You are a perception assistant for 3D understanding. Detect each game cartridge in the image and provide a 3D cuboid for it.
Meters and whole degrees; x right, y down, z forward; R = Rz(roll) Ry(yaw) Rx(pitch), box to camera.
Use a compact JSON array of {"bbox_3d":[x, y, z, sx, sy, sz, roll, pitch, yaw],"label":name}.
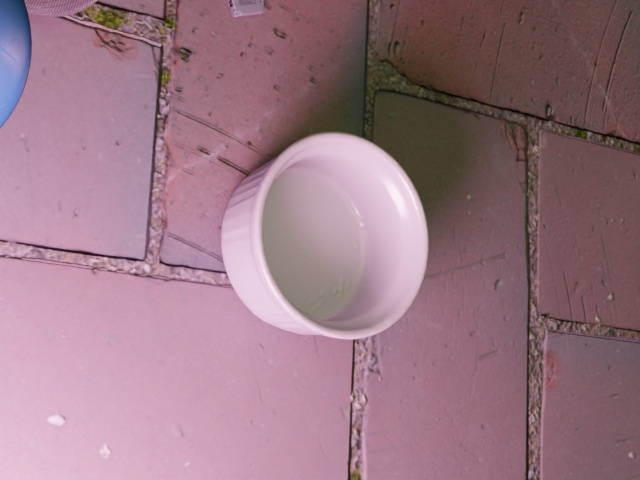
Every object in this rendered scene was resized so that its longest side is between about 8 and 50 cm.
[{"bbox_3d":[-0.110,-0.358,1.643,0.056,0.017,0.083,-14,90,-30],"label":"game cartridge"}]

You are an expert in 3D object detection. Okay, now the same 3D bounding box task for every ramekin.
[{"bbox_3d":[0.000,0.000,1.584,0.277,0.135,0.277,5,80,-32],"label":"ramekin"}]

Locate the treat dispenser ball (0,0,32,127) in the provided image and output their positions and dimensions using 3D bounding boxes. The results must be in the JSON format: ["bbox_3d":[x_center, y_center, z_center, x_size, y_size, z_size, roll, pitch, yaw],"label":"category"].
[{"bbox_3d":[-0.454,-0.214,1.235,0.288,0.288,0.288,6,79,-32],"label":"treat dispenser ball"}]

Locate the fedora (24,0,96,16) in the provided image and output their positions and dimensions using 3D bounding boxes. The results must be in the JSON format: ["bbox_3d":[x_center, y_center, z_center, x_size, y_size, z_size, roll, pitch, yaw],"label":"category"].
[{"bbox_3d":[-0.362,-0.411,1.395,0.275,0.243,0.124,23,41,-19],"label":"fedora"}]
